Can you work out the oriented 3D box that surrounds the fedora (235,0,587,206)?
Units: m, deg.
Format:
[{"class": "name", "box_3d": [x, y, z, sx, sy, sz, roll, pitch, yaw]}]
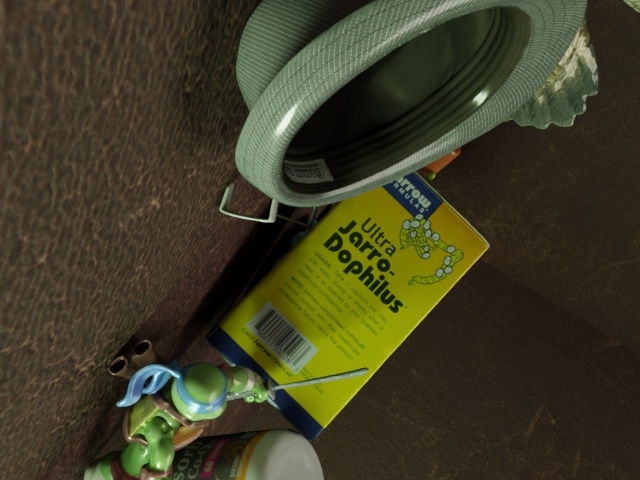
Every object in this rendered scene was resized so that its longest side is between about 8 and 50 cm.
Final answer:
[{"class": "fedora", "box_3d": [0.046, -0.142, 0.444, 0.275, 0.124, 0.244, -27, 162, -5]}]

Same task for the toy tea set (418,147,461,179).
[{"class": "toy tea set", "box_3d": [0.256, -0.286, 1.357, 0.124, 0.200, 0.336, -31, -167, 39]}]

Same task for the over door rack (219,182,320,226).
[{"class": "over door rack", "box_3d": [0.039, -0.146, 0.656, 0.324, 0.108, 0.239, -59, 172, 5]}]

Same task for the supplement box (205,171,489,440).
[{"class": "supplement box", "box_3d": [0.033, 0.075, 0.827, 0.356, 0.195, 0.194, -46, 180, -8]}]

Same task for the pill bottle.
[{"class": "pill bottle", "box_3d": [-0.146, 0.344, 0.749, 0.278, 0.162, 0.162, -16, -166, 26]}]

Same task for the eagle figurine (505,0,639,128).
[{"class": "eagle figurine", "box_3d": [0.196, -0.246, 0.455, 0.226, 0.225, 0.298, -25, 103, -68]}]

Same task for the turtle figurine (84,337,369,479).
[{"class": "turtle figurine", "box_3d": [-0.127, 0.237, 0.621, 0.266, 0.274, 0.198, -35, -136, 43]}]

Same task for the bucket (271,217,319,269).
[{"class": "bucket", "box_3d": [-0.011, 0.119, 1.052, 0.281, 0.183, 0.281, -57, 175, -7]}]
